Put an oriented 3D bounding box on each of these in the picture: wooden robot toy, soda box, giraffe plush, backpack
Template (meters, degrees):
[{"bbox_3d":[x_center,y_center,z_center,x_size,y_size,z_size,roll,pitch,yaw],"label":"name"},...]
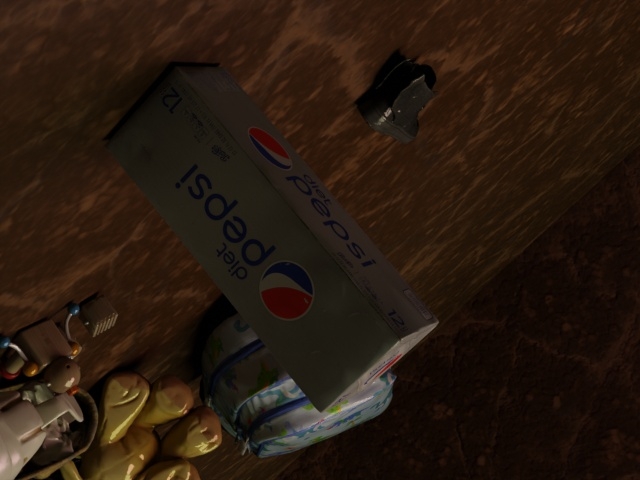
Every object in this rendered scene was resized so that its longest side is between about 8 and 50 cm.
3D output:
[{"bbox_3d":[-0.263,0.123,1.480,0.173,0.079,0.076,-26,161,-47],"label":"wooden robot toy"},{"bbox_3d":[-0.040,-0.006,1.204,0.098,0.286,0.091,-45,168,22],"label":"soda box"},{"bbox_3d":[-0.244,0.263,1.898,0.210,0.181,0.170,-49,-169,-10],"label":"giraffe plush"},{"bbox_3d":[-0.025,0.165,2.012,0.290,0.273,0.355,-18,150,-9],"label":"backpack"}]

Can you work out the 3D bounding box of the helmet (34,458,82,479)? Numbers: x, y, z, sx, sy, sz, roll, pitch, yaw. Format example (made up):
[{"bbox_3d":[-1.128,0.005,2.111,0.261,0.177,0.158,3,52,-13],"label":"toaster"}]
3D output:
[{"bbox_3d":[-0.307,0.375,2.039,0.169,0.161,0.169,-38,168,-10],"label":"helmet"}]

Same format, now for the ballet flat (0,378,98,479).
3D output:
[{"bbox_3d":[-0.311,0.193,1.482,0.123,0.123,0.348,-42,173,8],"label":"ballet flat"}]

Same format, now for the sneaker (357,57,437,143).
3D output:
[{"bbox_3d":[0.098,-0.156,1.640,0.089,0.051,0.170,-39,165,17],"label":"sneaker"}]
